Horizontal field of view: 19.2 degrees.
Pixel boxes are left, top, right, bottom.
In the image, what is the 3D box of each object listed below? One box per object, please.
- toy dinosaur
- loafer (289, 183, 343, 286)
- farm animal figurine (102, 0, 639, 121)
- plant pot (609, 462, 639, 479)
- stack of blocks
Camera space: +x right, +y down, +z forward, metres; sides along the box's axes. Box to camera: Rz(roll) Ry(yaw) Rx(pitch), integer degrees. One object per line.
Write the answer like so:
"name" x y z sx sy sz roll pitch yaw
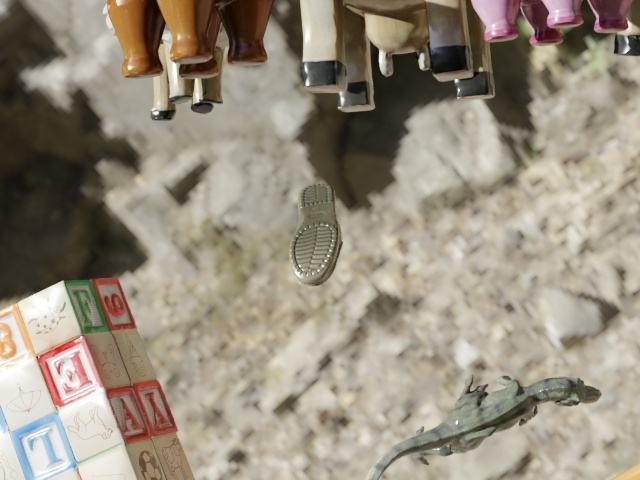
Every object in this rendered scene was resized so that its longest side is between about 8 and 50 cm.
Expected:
"toy dinosaur" 0.139 0.183 1.863 0.268 0.064 0.118 -25 4 -10
"loafer" 0.000 0.000 2.047 0.056 0.050 0.148 -6 42 14
"farm animal figurine" 0.055 -0.167 0.954 0.330 0.172 0.327 -3 -3 -7
"plant pot" 0.210 0.238 1.073 0.291 0.203 0.291 -30 -7 -4
"stack of blocks" -0.263 0.164 1.431 0.297 0.171 0.087 -24 -8 20
